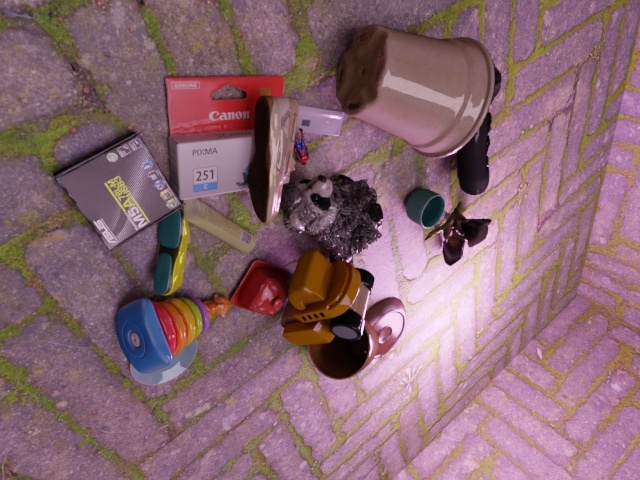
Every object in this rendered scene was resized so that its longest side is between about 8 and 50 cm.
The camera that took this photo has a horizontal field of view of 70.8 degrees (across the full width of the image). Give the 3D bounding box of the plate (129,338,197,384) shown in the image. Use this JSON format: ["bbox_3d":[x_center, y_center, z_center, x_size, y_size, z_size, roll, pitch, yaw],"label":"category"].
[{"bbox_3d":[-0.435,0.317,1.251,0.188,0.024,0.188,-22,129,-31],"label":"plate"}]

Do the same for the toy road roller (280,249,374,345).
[{"bbox_3d":[-0.019,0.157,1.317,0.240,0.329,0.202,41,50,-28],"label":"toy road roller"}]

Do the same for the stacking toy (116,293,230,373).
[{"bbox_3d":[-0.354,0.205,1.179,0.302,0.166,0.175,-19,86,-53],"label":"stacking toy"}]

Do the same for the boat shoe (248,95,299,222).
[{"bbox_3d":[-0.103,-0.184,1.063,0.098,0.109,0.302,-10,119,-33],"label":"boat shoe"}]

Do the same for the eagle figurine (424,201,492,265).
[{"bbox_3d":[0.552,-0.036,1.770,0.298,0.226,0.225,37,49,-54],"label":"eagle figurine"}]

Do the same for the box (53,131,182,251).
[{"bbox_3d":[-0.422,-0.104,0.958,0.184,0.045,0.190,-37,121,-22],"label":"box"}]

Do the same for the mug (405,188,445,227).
[{"bbox_3d":[0.378,-0.114,1.642,0.129,0.097,0.157,-46,137,-10],"label":"mug"}]

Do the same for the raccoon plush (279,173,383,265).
[{"bbox_3d":[0.000,0.000,1.319,0.299,0.216,0.446,-13,124,-27],"label":"raccoon plush"}]

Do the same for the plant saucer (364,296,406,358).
[{"bbox_3d":[0.256,0.382,1.884,0.311,0.050,0.310,-21,126,-31],"label":"plant saucer"}]

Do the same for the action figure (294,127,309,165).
[{"bbox_3d":[-0.053,-0.251,1.229,0.038,0.030,0.115,-31,137,-16],"label":"action figure"}]

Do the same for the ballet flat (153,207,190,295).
[{"bbox_3d":[-0.355,0.021,1.101,0.077,0.077,0.231,-7,110,-66],"label":"ballet flat"}]

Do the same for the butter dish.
[{"bbox_3d":[-0.154,0.161,1.331,0.160,0.118,0.160,27,97,-47],"label":"butter dish"}]

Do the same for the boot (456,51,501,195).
[{"bbox_3d":[0.494,-0.338,1.478,0.367,0.146,0.445,-63,153,-45],"label":"boot"}]

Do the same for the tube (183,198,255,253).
[{"bbox_3d":[-0.262,-0.039,1.148,0.240,0.070,0.062,38,77,-50],"label":"tube"}]

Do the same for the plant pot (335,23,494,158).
[{"bbox_3d":[0.221,-0.411,1.194,0.305,0.334,0.333,6,112,-31],"label":"plant pot"}]

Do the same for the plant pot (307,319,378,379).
[{"bbox_3d":[0.116,0.372,1.649,0.237,0.237,0.254,-60,152,6],"label":"plant pot"}]

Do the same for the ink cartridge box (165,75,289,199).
[{"bbox_3d":[-0.204,-0.245,1.061,0.296,0.066,0.261,-15,127,-32],"label":"ink cartridge box"}]

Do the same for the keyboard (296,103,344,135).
[{"bbox_3d":[-0.038,-0.326,1.209,0.256,0.014,0.072,-5,123,-39],"label":"keyboard"}]
